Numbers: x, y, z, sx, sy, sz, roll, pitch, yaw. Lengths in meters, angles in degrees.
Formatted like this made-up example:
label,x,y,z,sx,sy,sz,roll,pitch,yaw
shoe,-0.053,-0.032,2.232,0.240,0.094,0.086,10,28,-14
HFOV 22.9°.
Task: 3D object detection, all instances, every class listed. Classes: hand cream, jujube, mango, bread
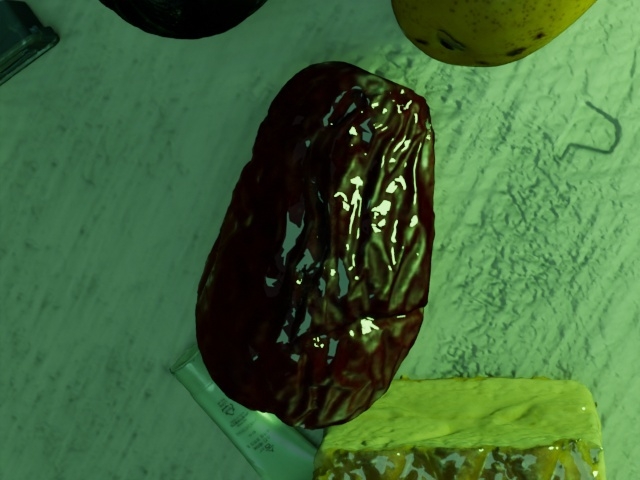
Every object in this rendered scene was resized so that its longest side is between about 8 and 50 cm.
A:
label,x,y,z,sx,sy,sz,roll,pitch,yaw
hand cream,-0.071,0.191,1.644,0.078,0.050,0.205,-40,104,5
jujube,0.000,0.000,1.509,0.216,0.216,0.342,15,100,2
mango,0.192,-0.269,1.408,0.290,0.191,0.160,-37,107,10
bread,0.145,0.286,1.565,0.279,0.207,0.279,-5,105,9

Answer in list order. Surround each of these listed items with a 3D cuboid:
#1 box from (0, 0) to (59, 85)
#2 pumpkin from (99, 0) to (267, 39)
label,x,y,z,sx,sy,sz,roll,pitch,yaw
box,-0.314,-0.191,1.545,0.099,0.074,0.054,-33,87,14
pumpkin,-0.116,-0.315,1.421,0.248,0.248,0.248,2,107,6
